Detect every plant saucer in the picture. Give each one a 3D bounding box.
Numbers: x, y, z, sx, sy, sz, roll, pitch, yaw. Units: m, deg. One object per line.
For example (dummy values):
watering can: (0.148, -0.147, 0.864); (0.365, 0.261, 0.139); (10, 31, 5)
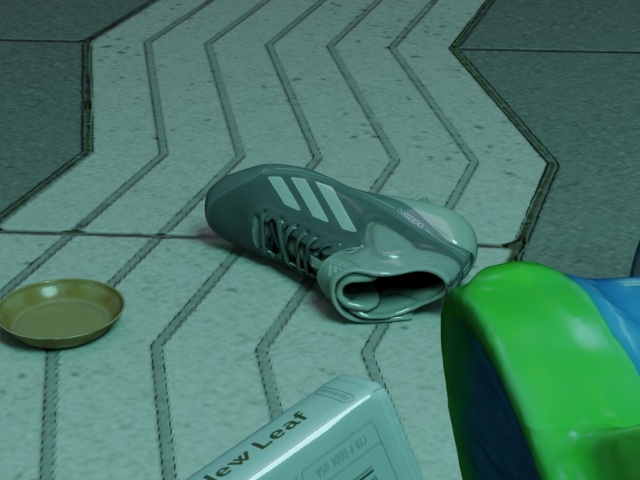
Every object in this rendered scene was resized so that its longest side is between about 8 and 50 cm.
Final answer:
plant saucer: (-0.168, 0.049, 0.862); (0.083, 0.015, 0.083); (0, 25, 0)

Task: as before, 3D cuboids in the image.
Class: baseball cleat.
baseball cleat: (0.000, 0.000, 0.905); (0.205, 0.072, 0.109); (6, 32, 22)

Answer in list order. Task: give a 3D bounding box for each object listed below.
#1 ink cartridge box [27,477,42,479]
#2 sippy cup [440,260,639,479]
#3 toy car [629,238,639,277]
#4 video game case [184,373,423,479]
ink cartridge box: (-0.170, 0.188, 0.352); (0.234, 0.193, 0.088); (-9, 25, -18)
sippy cup: (0.175, 0.099, 0.421); (0.224, 0.240, 0.305); (-15, 11, -2)
toy car: (0.285, 0.051, 0.669); (0.219, 0.210, 0.238); (13, 38, 2)
video game case: (-0.024, 0.171, 0.327); (0.193, 0.212, 0.023); (-32, 21, -28)
